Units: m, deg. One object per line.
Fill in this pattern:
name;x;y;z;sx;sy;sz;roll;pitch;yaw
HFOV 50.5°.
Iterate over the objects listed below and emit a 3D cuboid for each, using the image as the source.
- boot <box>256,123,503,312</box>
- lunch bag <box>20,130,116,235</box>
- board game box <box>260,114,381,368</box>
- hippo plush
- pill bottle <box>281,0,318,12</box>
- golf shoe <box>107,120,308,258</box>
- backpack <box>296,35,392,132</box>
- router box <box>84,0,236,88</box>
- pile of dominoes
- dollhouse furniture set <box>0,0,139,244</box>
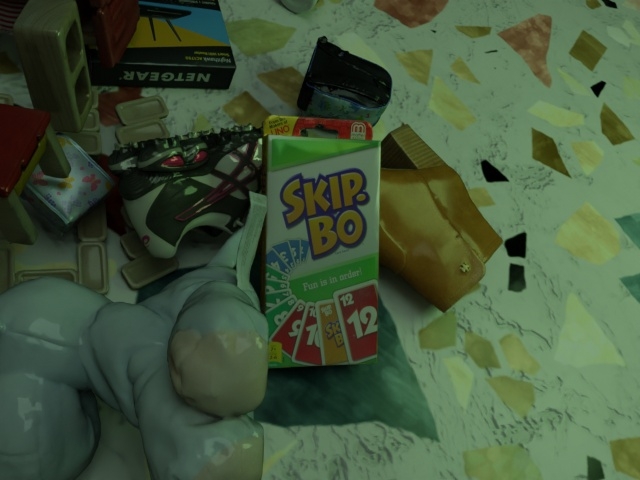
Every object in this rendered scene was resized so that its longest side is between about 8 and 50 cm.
boot;0.076;0.001;0.786;0.295;0.104;0.211;-32;82;-29
lunch bag;-0.261;-0.060;0.682;0.083;0.053;0.071;46;59;-10
board game box;0.000;0.000;0.709;0.124;0.039;0.260;0;89;-17
hippo plush;-0.165;0.097;0.538;0.236;0.234;0.294;3;79;-7
pill bottle;-0.014;-0.400;1.024;0.065;0.065;0.116;29;52;-3
golf shoe;-0.111;-0.068;0.761;0.272;0.105;0.120;-23;106;-49
backpack;0.033;-0.196;0.901;0.114;0.084;0.105;18;55;-5
router box;-0.209;-0.259;0.865;0.178;0.046;0.133;-5;62;-25
pile of dominoes;-0.257;-0.052;0.734;0.195;0.040;0.251;0;68;-24
dollhouse furniture set;-0.319;-0.194;0.643;0.201;0.152;0.374;8;49;-1
